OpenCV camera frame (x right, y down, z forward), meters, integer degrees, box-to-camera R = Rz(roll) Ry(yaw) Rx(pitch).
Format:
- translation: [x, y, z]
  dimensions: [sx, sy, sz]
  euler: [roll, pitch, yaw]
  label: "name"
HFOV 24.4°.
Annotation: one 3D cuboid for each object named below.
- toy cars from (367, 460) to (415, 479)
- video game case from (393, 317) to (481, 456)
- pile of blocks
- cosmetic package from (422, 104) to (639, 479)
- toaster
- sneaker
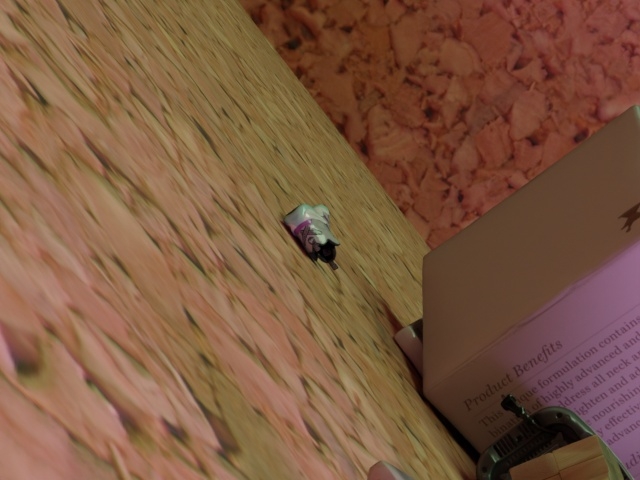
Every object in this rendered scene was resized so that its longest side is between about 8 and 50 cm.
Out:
- translation: [0.133, 0.278, 0.735]
  dimensions: [0.393, 0.087, 0.176]
  euler: [48, 2, -14]
  label: "toy cars"
- translation: [0.164, 0.182, 1.733]
  dimensions: [0.206, 0.026, 0.227]
  euler: [54, 6, 5]
  label: "video game case"
- translation: [0.198, 0.271, 1.176]
  dimensions: [0.149, 0.112, 0.362]
  euler: [65, 13, -4]
  label: "pile of blocks"
- translation: [0.359, 0.132, 1.658]
  dimensions: [0.393, 0.329, 0.327]
  euler: [47, 20, -16]
  label: "cosmetic package"
- translation: [0.241, 0.258, 1.432]
  dimensions: [0.227, 0.129, 0.146]
  euler: [54, 2, 22]
  label: "toaster"
- translation: [0.000, 0.000, 1.492]
  dimensions: [0.069, 0.038, 0.098]
  euler: [56, 16, 9]
  label: "sneaker"
